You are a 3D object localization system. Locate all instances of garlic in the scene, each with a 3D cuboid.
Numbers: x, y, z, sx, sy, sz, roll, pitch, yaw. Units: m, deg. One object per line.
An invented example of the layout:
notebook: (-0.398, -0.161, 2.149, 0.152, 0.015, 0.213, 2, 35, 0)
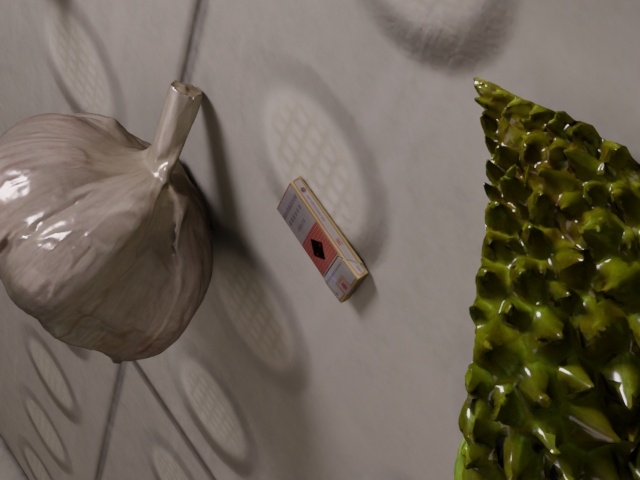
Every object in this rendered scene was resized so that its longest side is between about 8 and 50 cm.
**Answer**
garlic: (-0.148, -0.032, 0.992, 0.212, 0.218, 0.218, -45, 72, 24)

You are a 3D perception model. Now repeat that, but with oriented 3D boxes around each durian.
durian: (0.144, 0.099, 0.666, 0.169, 0.157, 0.355, -93, -3, -52)

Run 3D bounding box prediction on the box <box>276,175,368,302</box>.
box: (0.000, 0.000, 0.895, 0.083, 0.012, 0.046, 56, 153, 13)
